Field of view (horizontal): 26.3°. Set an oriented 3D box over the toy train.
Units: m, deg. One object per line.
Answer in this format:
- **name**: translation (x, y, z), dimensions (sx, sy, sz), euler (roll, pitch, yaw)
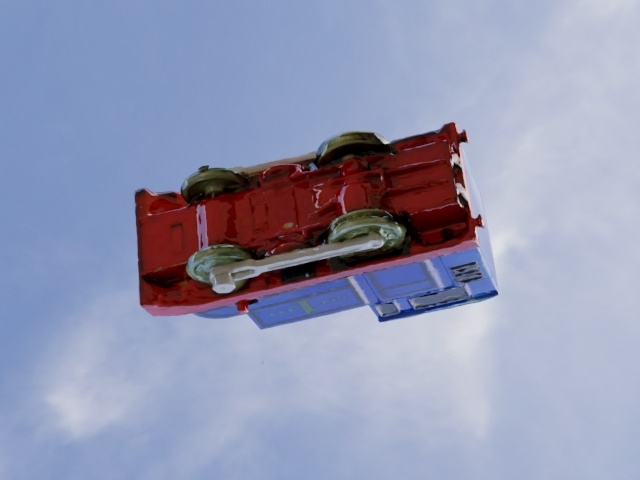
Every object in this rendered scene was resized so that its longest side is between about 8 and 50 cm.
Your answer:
- **toy train**: translation (0.000, 0.000, 0.824), dimensions (0.204, 0.131, 0.083), euler (-13, -117, 12)
